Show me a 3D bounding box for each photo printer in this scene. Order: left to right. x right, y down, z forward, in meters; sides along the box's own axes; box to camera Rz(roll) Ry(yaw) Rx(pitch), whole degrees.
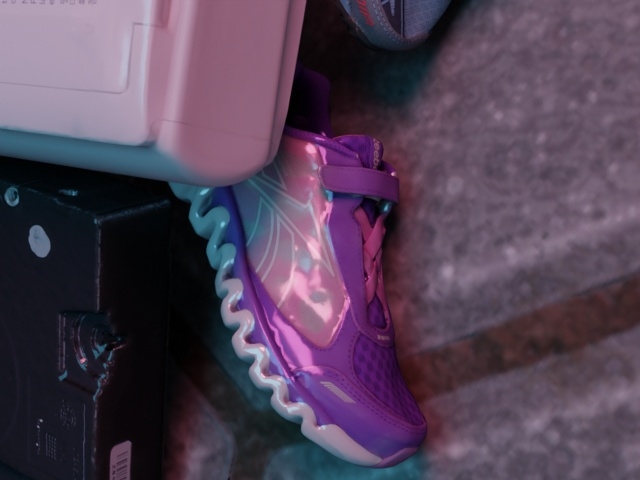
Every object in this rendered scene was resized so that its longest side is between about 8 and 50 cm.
[{"bbox_3d":[-0.144,-0.168,0.614,0.307,0.107,0.256,9,92,38],"label":"photo printer"}]

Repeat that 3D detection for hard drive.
[{"bbox_3d":[-0.232,0.048,0.743,0.339,0.064,0.237,17,112,34],"label":"hard drive"}]

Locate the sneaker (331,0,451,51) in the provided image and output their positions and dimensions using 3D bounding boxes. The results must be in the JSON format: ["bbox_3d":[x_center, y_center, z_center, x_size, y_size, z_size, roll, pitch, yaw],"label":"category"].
[{"bbox_3d":[0.097,-0.200,0.567,0.125,0.104,0.262,35,104,30],"label":"sneaker"}]

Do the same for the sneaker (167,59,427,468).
[{"bbox_3d":[0.000,0.000,0.618,0.104,0.095,0.236,-35,65,17],"label":"sneaker"}]
